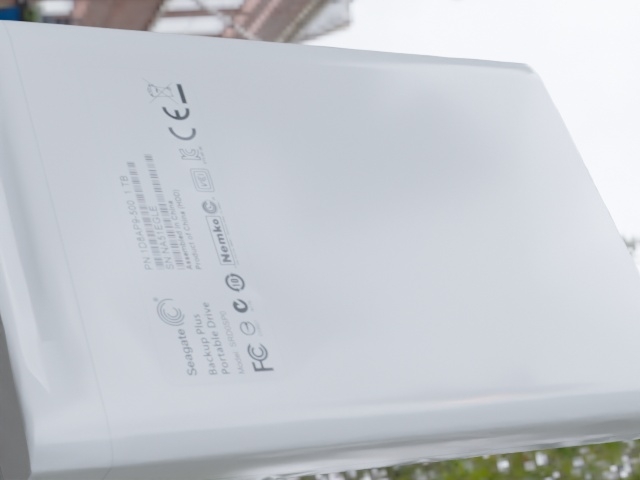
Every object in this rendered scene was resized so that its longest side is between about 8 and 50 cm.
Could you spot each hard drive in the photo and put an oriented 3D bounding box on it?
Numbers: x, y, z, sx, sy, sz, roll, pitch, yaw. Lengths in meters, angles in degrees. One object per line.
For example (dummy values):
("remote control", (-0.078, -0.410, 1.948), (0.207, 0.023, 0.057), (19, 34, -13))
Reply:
("hard drive", (0.000, 0.000, 0.674), (0.047, 0.353, 0.233), (-53, -133, 45))
